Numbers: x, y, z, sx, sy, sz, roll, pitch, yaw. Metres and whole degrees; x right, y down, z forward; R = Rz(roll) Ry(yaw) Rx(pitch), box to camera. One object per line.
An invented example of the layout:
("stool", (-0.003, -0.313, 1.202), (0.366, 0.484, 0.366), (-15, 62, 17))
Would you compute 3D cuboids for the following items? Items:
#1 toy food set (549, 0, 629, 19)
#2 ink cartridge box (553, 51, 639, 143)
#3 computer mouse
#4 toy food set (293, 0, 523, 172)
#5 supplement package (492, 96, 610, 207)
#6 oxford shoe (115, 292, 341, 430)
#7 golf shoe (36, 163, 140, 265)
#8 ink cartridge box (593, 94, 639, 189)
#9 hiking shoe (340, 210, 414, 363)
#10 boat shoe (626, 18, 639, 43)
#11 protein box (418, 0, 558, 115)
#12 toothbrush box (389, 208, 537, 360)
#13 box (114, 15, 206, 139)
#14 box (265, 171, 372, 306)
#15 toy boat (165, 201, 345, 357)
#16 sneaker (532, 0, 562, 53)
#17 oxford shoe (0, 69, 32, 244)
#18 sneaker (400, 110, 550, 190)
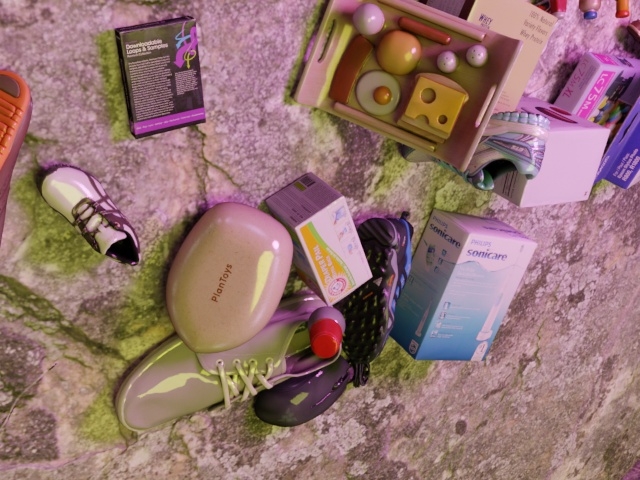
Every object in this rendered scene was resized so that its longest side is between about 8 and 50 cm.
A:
("toy food set", (0.443, -0.456, 1.385), (0.232, 0.111, 0.105), (0, 90, -21))
("ink cartridge box", (0.631, -0.295, 1.648), (0.311, 0.065, 0.186), (-4, 134, -35))
("computer mouse", (-0.005, 0.298, 1.580), (0.272, 0.072, 0.189), (-28, 130, -18))
("toy food set", (0.133, -0.265, 1.222), (0.220, 0.306, 0.092), (-68, 169, 16))
("supplement package", (0.399, -0.177, 1.488), (0.194, 0.203, 0.149), (-7, 120, -32))
("oxford shoe", (-0.151, 0.227, 1.401), (0.449, 0.130, 0.169), (-21, 128, -22))
("golf shoe", (-0.331, -0.035, 1.142), (0.077, 0.094, 0.198), (-45, 131, -2))
("ink cartridge box", (0.749, -0.265, 1.664), (0.330, 0.071, 0.324), (-31, 151, -33))
("hiking shoe", (0.125, 0.099, 1.509), (0.132, 0.113, 0.304), (-12, 119, -51))
("boat shoe", (0.707, -0.433, 1.636), (0.177, 0.064, 0.060), (14, 126, -45))
("protein box", (0.264, -0.337, 1.345), (0.199, 0.136, 0.201), (10, 111, -37))
("toothbrush box", (0.294, 0.099, 1.632), (0.216, 0.126, 0.296), (6, 113, -36))
("box", (-0.232, -0.239, 1.132), (0.116, 0.029, 0.162), (-18, 127, -26))
("box", (0.000, 0.000, 1.378), (0.103, 0.114, 0.203), (-34, 132, -14))
("toy boat", (-0.101, 0.097, 1.308), (0.318, 0.148, 0.268), (30, 101, -4))
("sneaker", (0.414, -0.403, 1.472), (0.067, 0.042, 0.119), (33, 87, -46))
("oxford shoe", (-0.481, -0.056, 1.034), (0.364, 0.129, 0.132), (-60, 165, 0))
("sneaker", (0.259, -0.151, 1.361), (0.110, 0.282, 0.122), (16, 76, -48))
